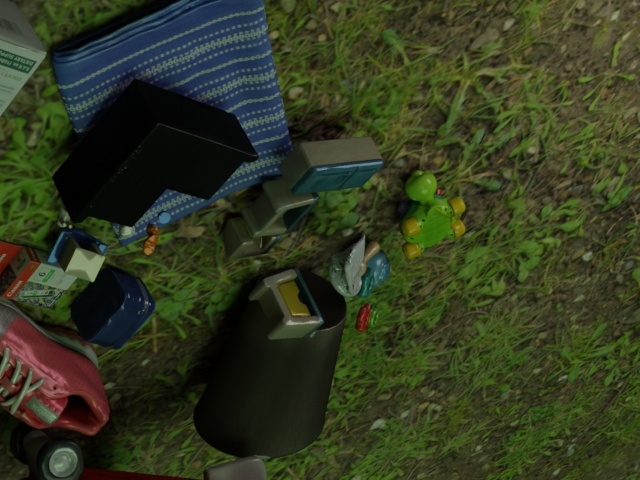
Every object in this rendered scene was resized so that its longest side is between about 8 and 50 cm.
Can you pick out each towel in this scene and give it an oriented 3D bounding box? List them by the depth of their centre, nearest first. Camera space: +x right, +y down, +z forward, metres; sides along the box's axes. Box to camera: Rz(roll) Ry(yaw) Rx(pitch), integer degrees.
[{"bbox_3d":[-0.152,-0.140,1.621,0.243,0.040,0.336,-26,144,-11],"label":"towel"}]

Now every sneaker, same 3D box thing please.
[{"bbox_3d":[-0.356,0.152,1.717,0.116,0.136,0.314,-45,144,13],"label":"sneaker"}]

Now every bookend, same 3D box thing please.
[{"bbox_3d":[-0.180,-0.082,1.588,0.157,0.072,0.156,15,127,-47],"label":"bookend"}]

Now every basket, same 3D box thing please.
[{"bbox_3d":[-0.054,0.163,1.969,0.204,0.154,0.227,-11,135,-37],"label":"basket"}]

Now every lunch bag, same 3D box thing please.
[{"bbox_3d":[-0.255,0.089,1.783,0.098,0.067,0.065,-46,143,18],"label":"lunch bag"}]

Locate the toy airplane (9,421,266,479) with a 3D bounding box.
[{"bbox_3d":[-0.230,0.395,1.865,0.386,0.384,0.272,15,87,-73],"label":"toy airplane"}]

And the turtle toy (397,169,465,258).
[{"bbox_3d":[0.142,-0.040,1.953,0.095,0.066,0.130,-25,143,-14],"label":"turtle toy"}]

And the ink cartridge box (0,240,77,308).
[{"bbox_3d":[-0.345,0.040,1.686,0.063,0.029,0.115,-48,143,19],"label":"ink cartridge box"}]

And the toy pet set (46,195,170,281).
[{"bbox_3d":[-0.257,-0.012,1.671,0.122,0.065,0.114,21,104,-31],"label":"toy pet set"}]

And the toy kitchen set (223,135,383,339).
[{"bbox_3d":[0.000,0.000,1.772,0.122,0.166,0.207,-10,155,-42],"label":"toy kitchen set"}]

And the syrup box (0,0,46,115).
[{"bbox_3d":[-0.380,-0.131,1.398,0.093,0.096,0.237,17,119,-49],"label":"syrup box"}]

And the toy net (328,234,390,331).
[{"bbox_3d":[0.043,0.053,1.900,0.232,0.045,0.122,28,78,-73],"label":"toy net"}]
